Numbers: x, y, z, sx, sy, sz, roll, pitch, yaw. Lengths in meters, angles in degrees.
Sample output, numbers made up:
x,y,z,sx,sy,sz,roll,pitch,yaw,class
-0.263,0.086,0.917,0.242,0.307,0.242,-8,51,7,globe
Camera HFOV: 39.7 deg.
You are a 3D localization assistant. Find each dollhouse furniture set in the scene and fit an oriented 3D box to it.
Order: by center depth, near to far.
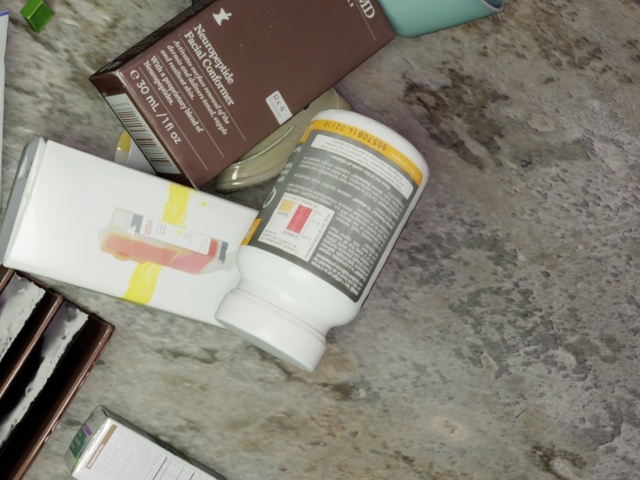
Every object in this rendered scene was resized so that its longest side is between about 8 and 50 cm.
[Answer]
x,y,z,sx,sy,sz,roll,pitch,yaw,class
-0.440,-0.354,1.216,0.152,0.058,0.076,36,84,0,dollhouse furniture set

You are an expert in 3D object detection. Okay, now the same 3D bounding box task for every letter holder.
x,y,z,sx,sy,sz,roll,pitch,yaw,class
-0.416,0.195,1.130,0.152,0.214,0.302,35,78,-20,letter holder

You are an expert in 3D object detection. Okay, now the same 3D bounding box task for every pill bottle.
x,y,z,sx,sy,sz,roll,pitch,yaw,class
0.000,0.000,1.033,0.162,0.162,0.278,34,77,-20,pill bottle

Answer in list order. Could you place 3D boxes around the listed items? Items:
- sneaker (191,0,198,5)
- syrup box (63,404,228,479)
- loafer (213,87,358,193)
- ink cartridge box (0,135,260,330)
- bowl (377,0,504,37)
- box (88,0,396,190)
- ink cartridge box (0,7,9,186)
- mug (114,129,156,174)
x,y,z,sx,sy,sz,roll,pitch,yaw,class
-0.120,-0.306,1.333,0.081,0.080,0.211,-41,115,-24,sneaker
-0.241,0.340,1.275,0.237,0.093,0.096,35,78,-20,syrup box
-0.063,-0.157,1.346,0.268,0.102,0.092,-35,103,-29,loafer
-0.219,0.007,1.180,0.385,0.279,0.160,20,85,-22,ink cartridge box
0.124,-0.434,1.343,0.311,0.163,0.311,39,34,-33,bowl
-0.100,-0.254,1.225,0.381,0.143,0.191,-42,114,-20,box
-0.481,-0.097,1.009,0.072,0.303,0.307,20,120,15,ink cartridge box
-0.254,-0.130,1.281,0.064,0.062,0.078,13,92,-31,mug
